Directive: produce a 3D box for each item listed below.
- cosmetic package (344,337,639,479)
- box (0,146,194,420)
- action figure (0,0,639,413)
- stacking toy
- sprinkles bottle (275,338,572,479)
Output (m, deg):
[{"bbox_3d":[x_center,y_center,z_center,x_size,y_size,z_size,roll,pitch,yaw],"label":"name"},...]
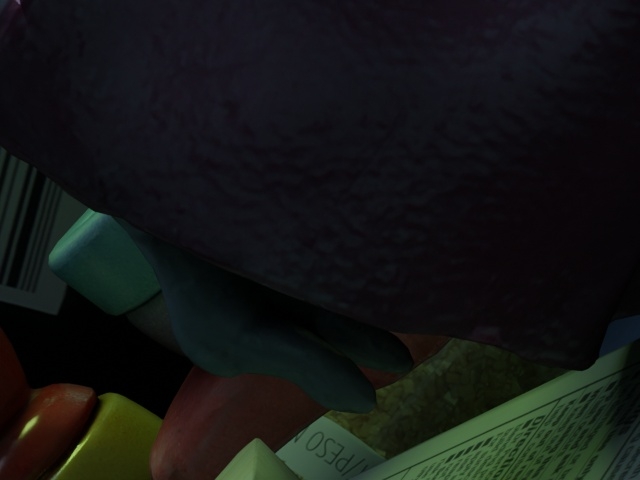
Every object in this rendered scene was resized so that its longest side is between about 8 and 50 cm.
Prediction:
[{"bbox_3d":[0.045,0.119,0.429,0.160,0.113,0.309,-50,8,-31],"label":"cosmetic package"},{"bbox_3d":[-0.185,-0.103,1.078,0.472,0.480,0.297,-105,31,-73],"label":"box"},{"bbox_3d":[0.069,-0.161,0.378,0.248,0.276,0.370,-86,15,-56],"label":"action figure"},{"bbox_3d":[-0.095,0.051,0.604,0.309,0.130,0.279,-40,9,29],"label":"stacking toy"},{"bbox_3d":[-0.044,0.156,0.709,0.355,0.121,0.121,-49,8,-29],"label":"sprinkles bottle"}]
